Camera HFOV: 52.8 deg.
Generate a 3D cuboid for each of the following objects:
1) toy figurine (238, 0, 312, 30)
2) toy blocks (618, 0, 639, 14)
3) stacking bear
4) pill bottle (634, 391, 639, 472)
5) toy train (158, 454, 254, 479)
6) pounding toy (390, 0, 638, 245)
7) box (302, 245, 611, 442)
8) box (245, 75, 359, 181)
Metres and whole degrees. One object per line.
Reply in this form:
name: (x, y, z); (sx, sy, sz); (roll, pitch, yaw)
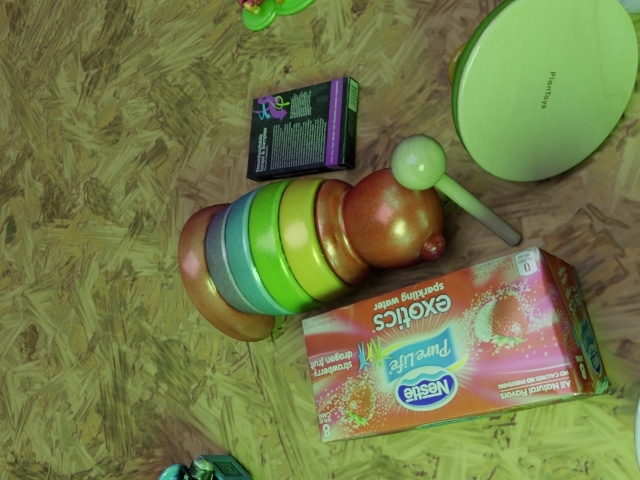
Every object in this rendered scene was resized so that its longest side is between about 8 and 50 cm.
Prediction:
toy figurine: (-0.095, -0.385, 0.869); (0.173, 0.159, 0.130); (-37, 61, 25)
toy blocks: (0.248, -0.368, 0.532); (0.260, 0.288, 0.309); (-24, 70, 24)
stacking bear: (0.000, 0.000, 0.722); (0.288, 0.164, 0.176); (-16, 71, 28)
pill bottle: (0.291, 0.119, 0.395); (0.160, 0.283, 0.161); (-9, 74, 35)
toy train: (-0.157, 0.349, 0.783); (0.080, 0.105, 0.184); (27, 96, 46)
pounding toy: (0.179, -0.139, 0.631); (0.237, 0.182, 0.110); (-56, 29, 17)
box: (0.123, 0.109, 0.621); (0.256, 0.122, 0.128); (-21, 69, 31)
box: (-0.026, -0.143, 0.846); (0.162, 0.029, 0.116); (-3, 77, 34)
